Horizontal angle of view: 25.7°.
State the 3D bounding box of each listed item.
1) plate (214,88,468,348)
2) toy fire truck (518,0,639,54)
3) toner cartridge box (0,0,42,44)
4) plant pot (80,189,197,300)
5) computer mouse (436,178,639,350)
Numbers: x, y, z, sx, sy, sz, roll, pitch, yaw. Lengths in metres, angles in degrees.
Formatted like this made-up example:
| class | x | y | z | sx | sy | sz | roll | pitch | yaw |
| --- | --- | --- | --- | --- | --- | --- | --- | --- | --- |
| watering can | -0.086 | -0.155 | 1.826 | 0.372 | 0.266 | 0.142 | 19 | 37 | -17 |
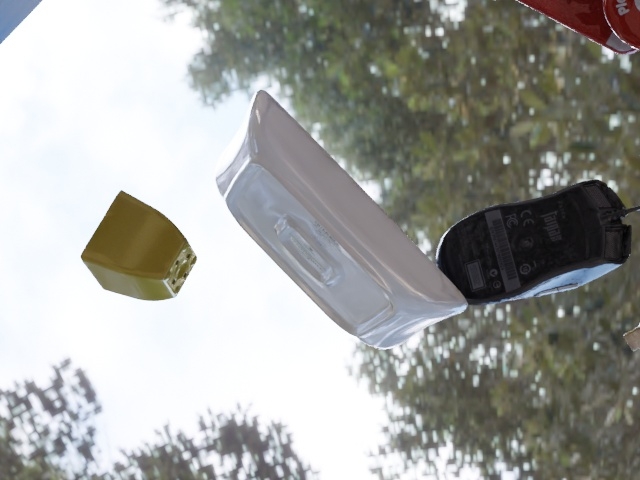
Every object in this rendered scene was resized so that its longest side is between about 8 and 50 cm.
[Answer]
| class | x | y | z | sx | sy | sz | roll | pitch | yaw |
| --- | --- | --- | --- | --- | --- | --- | --- | --- | --- |
| plate | 0.000 | 0.000 | 1.389 | 0.045 | 0.278 | 0.277 | -43 | -90 | -18 |
| toy fire truck | 0.290 | -0.336 | 1.347 | 0.254 | 0.302 | 0.169 | 28 | -156 | 6 |
| toner cartridge box | -0.247 | -0.190 | 0.846 | 0.075 | 0.165 | 0.348 | 32 | -103 | 40 |
| plant pot | -0.170 | 0.014 | 1.373 | 0.083 | 0.081 | 0.081 | 22 | -110 | 19 |
| computer mouse | 0.251 | 0.030 | 1.327 | 0.262 | 0.060 | 0.184 | -24 | -112 | 13 |
